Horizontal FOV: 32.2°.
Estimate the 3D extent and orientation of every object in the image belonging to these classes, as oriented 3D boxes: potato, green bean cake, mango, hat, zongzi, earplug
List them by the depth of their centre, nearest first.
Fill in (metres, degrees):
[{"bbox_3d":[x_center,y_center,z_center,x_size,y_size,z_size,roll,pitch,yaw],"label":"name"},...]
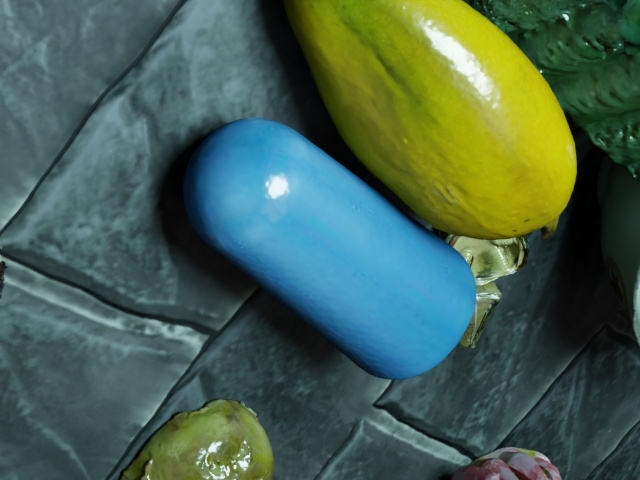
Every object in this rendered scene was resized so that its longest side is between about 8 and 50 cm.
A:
[{"bbox_3d":[0.082,-0.103,0.815,0.317,0.176,0.119,47,70,-32],"label":"mango"},{"bbox_3d":[0.282,-0.221,0.854,0.300,0.169,0.307,40,67,-22],"label":"green bean cake"},{"bbox_3d":[0.000,0.000,0.866,0.132,0.132,0.273,-50,134,3],"label":"earplug"},{"bbox_3d":[-0.098,0.243,1.000,0.164,0.081,0.200,-14,131,-33],"label":"potato"},{"bbox_3d":[0.148,-0.004,1.027,0.076,0.059,0.077,-27,131,1],"label":"hat"},{"bbox_3d":[0.128,0.073,1.087,0.083,0.040,0.076,0,127,-26],"label":"zongzi"}]

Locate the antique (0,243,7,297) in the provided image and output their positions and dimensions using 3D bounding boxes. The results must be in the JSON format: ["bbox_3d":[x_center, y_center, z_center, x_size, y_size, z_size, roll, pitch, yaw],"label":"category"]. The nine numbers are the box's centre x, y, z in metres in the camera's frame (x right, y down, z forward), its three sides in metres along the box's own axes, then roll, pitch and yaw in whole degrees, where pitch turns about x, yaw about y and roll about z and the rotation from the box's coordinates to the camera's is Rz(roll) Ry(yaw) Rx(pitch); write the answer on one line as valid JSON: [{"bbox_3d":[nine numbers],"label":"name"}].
[{"bbox_3d":[-0.281,0.035,0.640,0.152,0.148,0.146,0,120,-38],"label":"antique"}]

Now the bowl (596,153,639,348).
[{"bbox_3d":[0.383,-0.050,1.109,0.337,0.157,0.337,-21,131,-26],"label":"bowl"}]

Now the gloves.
[{"bbox_3d":[0.205,0.294,1.257,0.145,0.126,0.241,-20,140,7],"label":"gloves"}]
